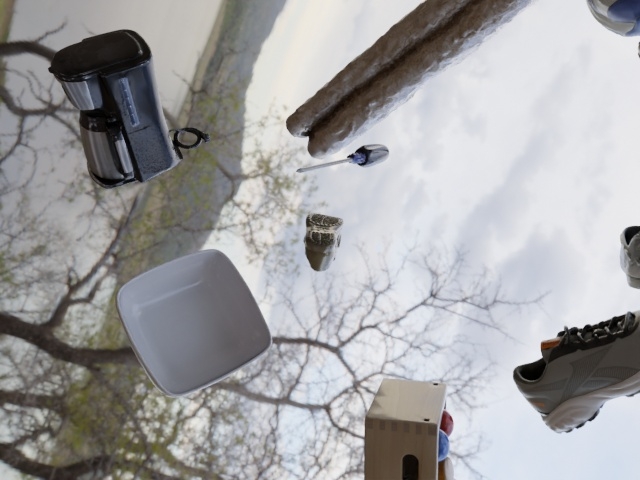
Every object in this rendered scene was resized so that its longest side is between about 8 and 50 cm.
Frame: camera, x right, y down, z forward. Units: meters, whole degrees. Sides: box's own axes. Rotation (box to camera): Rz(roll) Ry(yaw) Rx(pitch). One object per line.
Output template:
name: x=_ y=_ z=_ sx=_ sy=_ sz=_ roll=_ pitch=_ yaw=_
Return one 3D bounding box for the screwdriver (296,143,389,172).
screwdriver: x=0.022 y=-0.082 z=0.644 sx=0.024 sy=0.170 sz=0.025 roll=-33 pitch=-101 yaw=34

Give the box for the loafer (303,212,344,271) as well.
loafer: x=0.000 y=0.000 z=0.904 sx=0.148 sy=0.056 sz=0.050 roll=-63 pitch=164 yaw=-70

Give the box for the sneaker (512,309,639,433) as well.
sneaker: x=0.351 y=0.144 z=0.823 sx=0.100 sy=0.108 sz=0.271 roll=-39 pitch=169 yaw=-51

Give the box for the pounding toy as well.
pounding toy: x=0.106 y=0.229 z=0.680 sx=0.130 sy=0.100 sz=0.141 roll=-30 pitch=121 yaw=-72

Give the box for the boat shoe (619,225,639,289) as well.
boat shoe: x=0.517 y=0.021 z=1.034 sx=0.227 sy=0.079 sz=0.081 roll=-41 pitch=120 yaw=-73

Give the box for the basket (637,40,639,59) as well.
basket: x=0.787 y=-0.355 z=1.234 sx=0.289 sy=0.201 sz=0.254 roll=-26 pitch=-120 yaw=15

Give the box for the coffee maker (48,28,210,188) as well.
coffee maker: x=-0.253 y=-0.184 z=0.874 sx=0.171 sy=0.120 sz=0.178 roll=-43 pitch=149 yaw=-33

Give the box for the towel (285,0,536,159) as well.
towel: x=0.110 y=-0.160 z=0.450 sx=0.282 sy=0.049 sz=0.187 roll=-34 pitch=-173 yaw=34

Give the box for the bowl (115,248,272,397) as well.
bowl: x=-0.142 y=0.092 z=0.712 sx=0.142 sy=0.142 sz=0.053 roll=60 pitch=-32 yaw=12

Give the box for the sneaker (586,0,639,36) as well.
sneaker: x=0.275 y=-0.313 z=0.631 sx=0.112 sy=0.131 sz=0.296 roll=-35 pitch=-143 yaw=31
